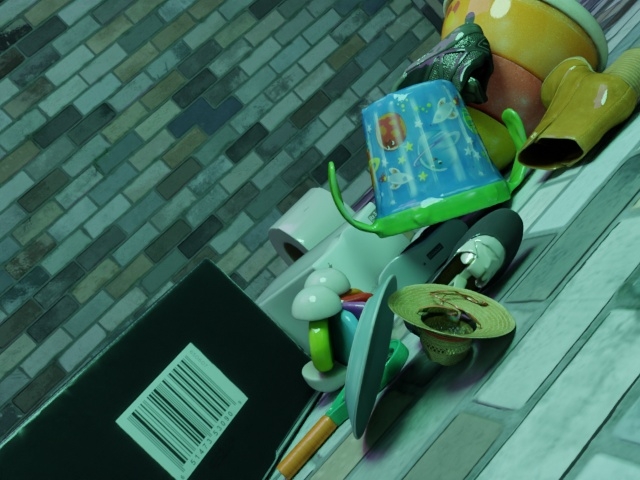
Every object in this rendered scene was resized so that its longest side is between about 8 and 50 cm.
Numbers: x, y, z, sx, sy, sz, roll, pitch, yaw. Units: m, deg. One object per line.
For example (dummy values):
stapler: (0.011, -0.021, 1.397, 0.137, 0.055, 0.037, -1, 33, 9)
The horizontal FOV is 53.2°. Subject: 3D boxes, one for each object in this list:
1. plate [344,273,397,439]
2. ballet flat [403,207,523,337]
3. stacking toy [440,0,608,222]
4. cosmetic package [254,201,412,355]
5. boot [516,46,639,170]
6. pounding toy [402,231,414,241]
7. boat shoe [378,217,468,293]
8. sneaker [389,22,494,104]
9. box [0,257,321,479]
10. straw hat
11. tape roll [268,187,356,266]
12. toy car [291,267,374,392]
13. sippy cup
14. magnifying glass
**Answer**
plate: (0.055, 0.128, 0.724, 0.188, 0.024, 0.188, 12, -90, -75)
ballet flat: (0.179, 0.048, 0.796, 0.203, 0.074, 0.074, -49, 3, 16)
stacking toy: (0.319, -0.245, 1.287, 0.480, 0.350, 0.350, -62, 6, -5)
cosmetic package: (0.004, 0.105, 1.316, 0.217, 0.156, 0.385, -47, 7, -36)
boot: (0.384, -0.198, 1.031, 0.211, 0.104, 0.295, -44, 8, -7)
pounding toy: (0.136, -0.034, 1.483, 0.130, 0.141, 0.100, -41, 5, 32)
boat shoe: (0.171, 0.031, 1.100, 0.183, 0.065, 0.083, -37, 3, -7)
sneaker: (0.221, -0.278, 1.175, 0.227, 0.130, 0.087, -36, -35, 30)
box: (-0.313, 0.351, 0.990, 0.472, 0.297, 0.480, -43, 4, 40)
straw hat: (0.136, 0.100, 0.689, 0.144, 0.144, 0.061, -57, -25, -71)
tape roll: (0.000, 0.000, 1.750, 0.169, 0.246, 0.246, -44, 4, -19)
toy car: (0.039, 0.132, 0.973, 0.136, 0.159, 0.182, -5, 15, 13)
sippy cup: (0.178, -0.142, 1.087, 0.305, 0.224, 0.240, -17, 0, -39)
magnifying glass: (0.031, 0.219, 0.840, 0.231, 0.026, 0.092, -43, 4, -14)
